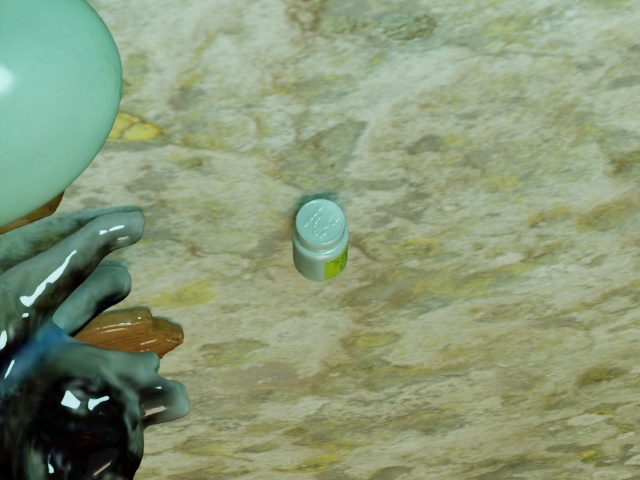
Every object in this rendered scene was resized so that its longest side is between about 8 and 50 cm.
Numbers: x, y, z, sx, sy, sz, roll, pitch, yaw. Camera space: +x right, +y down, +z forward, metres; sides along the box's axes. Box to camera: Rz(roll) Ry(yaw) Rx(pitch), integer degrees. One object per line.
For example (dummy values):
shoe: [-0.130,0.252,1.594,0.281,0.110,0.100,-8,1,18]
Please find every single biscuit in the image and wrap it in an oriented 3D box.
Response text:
biscuit: [-0.184,0.095,1.586,0.102,0.019,0.130,-14,159,11]

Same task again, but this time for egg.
egg: [-0.224,-0.079,0.923,0.231,0.168,0.168,-11,159,-6]

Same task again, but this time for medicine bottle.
medicine bottle: [0.000,0.000,1.390,0.047,0.047,0.083,-9,159,-4]

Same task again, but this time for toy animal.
toy animal: [-0.272,0.151,1.304,0.344,0.303,0.194,-5,161,-12]

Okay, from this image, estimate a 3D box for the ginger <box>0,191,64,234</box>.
ginger: [-0.318,-0.047,1.054,0.309,0.107,0.133,0,171,-16]

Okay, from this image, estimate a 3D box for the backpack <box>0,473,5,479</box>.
backpack: [-0.373,0.211,1.556,0.206,0.133,0.258,19,-173,-46]
